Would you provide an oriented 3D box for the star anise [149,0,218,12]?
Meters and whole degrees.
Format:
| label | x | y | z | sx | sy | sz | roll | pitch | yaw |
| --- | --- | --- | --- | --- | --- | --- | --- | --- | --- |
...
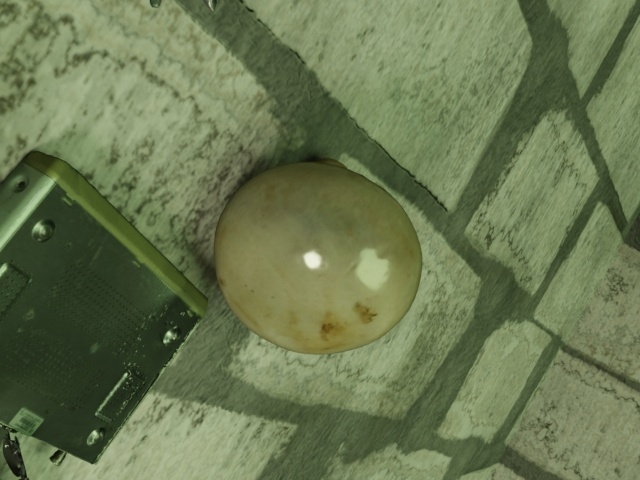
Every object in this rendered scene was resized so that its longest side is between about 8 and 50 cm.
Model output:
| label | x | y | z | sx | sy | sz | roll | pitch | yaw |
| --- | --- | --- | --- | --- | --- | --- | --- | --- | --- |
| star anise | -0.065 | -0.264 | 0.622 | 0.180 | 0.061 | 0.204 | 2 | 113 | -57 |

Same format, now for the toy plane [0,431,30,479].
| label | x | y | z | sx | sy | sz | roll | pitch | yaw |
| --- | --- | --- | --- | --- | --- | --- | --- | --- | --- |
| toy plane | -0.281 | 0.243 | 0.711 | 0.078 | 0.053 | 0.197 | -22 | 137 | -28 |

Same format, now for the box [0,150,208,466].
| label | x | y | z | sx | sy | sz | roll | pitch | yaw |
| --- | --- | --- | --- | --- | --- | --- | --- | --- | --- |
| box | -0.214 | 0.076 | 0.695 | 0.211 | 0.045 | 0.270 | -54 | 149 | -15 |

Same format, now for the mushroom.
| label | x | y | z | sx | sy | sz | roll | pitch | yaw |
| --- | --- | --- | --- | --- | --- | --- | --- | --- | --- |
| mushroom | 0.000 | 0.000 | 0.835 | 0.215 | 0.207 | 0.207 | -79 | 173 | -51 |
